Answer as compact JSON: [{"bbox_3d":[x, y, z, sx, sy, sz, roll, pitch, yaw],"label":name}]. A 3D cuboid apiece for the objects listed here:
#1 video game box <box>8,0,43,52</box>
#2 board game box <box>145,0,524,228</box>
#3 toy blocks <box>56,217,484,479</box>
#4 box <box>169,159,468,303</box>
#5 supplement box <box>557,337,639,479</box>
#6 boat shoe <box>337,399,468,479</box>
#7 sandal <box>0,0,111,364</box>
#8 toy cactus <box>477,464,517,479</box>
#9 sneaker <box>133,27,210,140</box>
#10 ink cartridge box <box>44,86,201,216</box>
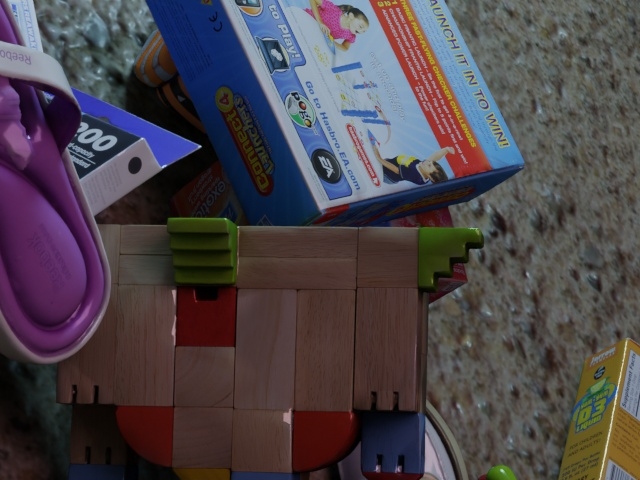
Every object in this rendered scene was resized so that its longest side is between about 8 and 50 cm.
[{"bbox_3d":[-0.341,-0.215,1.683,0.187,0.048,0.205,4,64,-40],"label":"video game box"},{"bbox_3d":[0.010,-0.164,1.769,0.302,0.086,0.308,-13,74,-47],"label":"board game box"},{"bbox_3d":[-0.061,0.122,1.530,0.191,0.381,0.261,40,50,-79],"label":"toy blocks"},{"bbox_3d":[0.000,0.000,1.816,0.256,0.128,0.123,9,59,-41],"label":"box"},{"bbox_3d":[0.308,0.218,2.020,0.080,0.078,0.233,39,45,-18],"label":"supplement box"},{"bbox_3d":[0.076,0.257,1.747,0.103,0.113,0.302,-14,77,-53],"label":"boat shoe"},{"bbox_3d":[-0.225,-0.073,1.331,0.169,0.102,0.416,-58,143,-29],"label":"sandal"},{"bbox_3d":[0.217,0.300,1.818,0.112,0.180,0.219,-3,62,-23],"label":"toy cactus"},{"bbox_3d":[-0.052,-0.209,1.918,0.180,0.124,0.321,45,54,-20],"label":"sneaker"},{"bbox_3d":[-0.241,-0.075,1.563,0.208,0.206,0.045,-36,134,-34],"label":"ink cartridge box"}]
